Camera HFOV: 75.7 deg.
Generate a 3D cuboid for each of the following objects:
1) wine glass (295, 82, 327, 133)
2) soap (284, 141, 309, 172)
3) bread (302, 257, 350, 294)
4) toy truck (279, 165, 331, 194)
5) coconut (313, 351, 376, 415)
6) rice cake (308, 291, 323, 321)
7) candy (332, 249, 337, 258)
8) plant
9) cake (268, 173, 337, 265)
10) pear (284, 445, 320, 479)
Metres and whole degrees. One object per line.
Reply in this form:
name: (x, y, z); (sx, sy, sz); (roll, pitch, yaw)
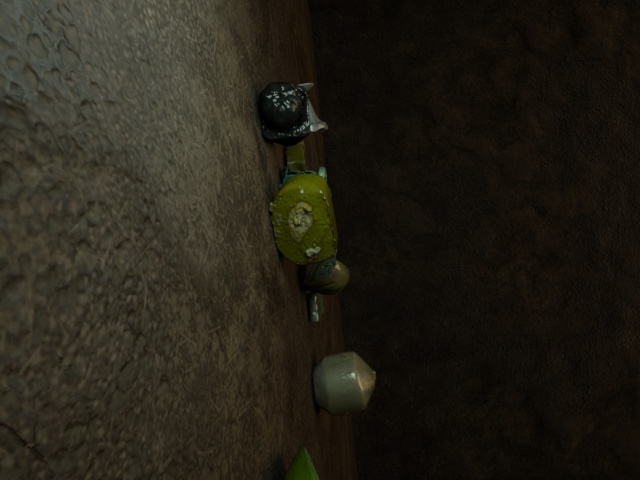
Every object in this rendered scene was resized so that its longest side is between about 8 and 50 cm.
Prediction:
wine glass: (-0.062, -0.531, 1.692); (0.165, 0.164, 0.197); (-68, 148, -77)
soap: (-0.082, -0.262, 1.593); (0.233, 0.076, 0.135); (77, 9, -55)
bread: (0.030, 0.147, 1.606); (0.158, 0.156, 0.261); (-63, 172, -10)
toy truck: (-0.048, -0.148, 1.454); (0.279, 0.154, 0.156); (68, 25, -69)
coconut: (0.102, 0.574, 1.653); (0.245, 0.247, 0.245); (-7, 90, -85)
rice cake: (-0.020, 0.278, 1.771); (0.237, 0.043, 0.127); (21, 62, -83)
candy: (0.000, 0.000, 1.805); (0.185, 0.137, 0.195); (-77, 161, -72)
plant: (-0.102, -0.369, 1.219); (0.256, 0.141, 0.165); (65, 21, -83)
cake: (-0.050, -0.062, 1.220); (0.156, 0.179, 0.261); (-85, 164, -64)
pear: (-0.038, 0.593, 0.916); (0.239, 0.139, 0.288); (-113, -175, -53)
